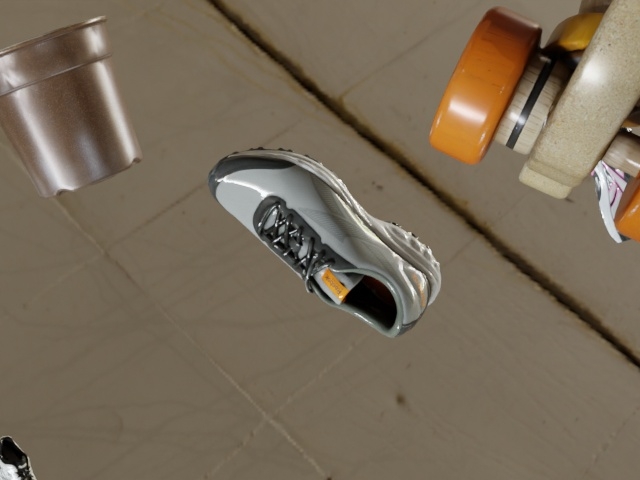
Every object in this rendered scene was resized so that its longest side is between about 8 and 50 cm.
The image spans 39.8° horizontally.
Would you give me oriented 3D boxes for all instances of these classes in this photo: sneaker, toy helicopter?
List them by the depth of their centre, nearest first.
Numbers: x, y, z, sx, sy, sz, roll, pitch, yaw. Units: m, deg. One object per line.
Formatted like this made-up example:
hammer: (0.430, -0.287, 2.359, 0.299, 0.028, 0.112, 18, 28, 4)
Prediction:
toy helicopter: (0.193, -0.138, 0.566, 0.140, 0.235, 0.355, 26, -169, 10)
sneaker: (-0.281, 0.219, 0.821, 0.083, 0.037, 0.032, 50, -139, 9)
sneaker: (0.000, 0.000, 0.910, 0.271, 0.100, 0.108, 33, -141, 0)
sneaker: (0.425, -0.079, 1.245, 0.077, 0.178, 0.072, -15, -154, 19)

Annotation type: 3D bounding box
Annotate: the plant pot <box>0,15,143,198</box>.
plant pot: (-0.286, -0.145, 0.991, 0.167, 0.165, 0.167, -19, -164, 6)
